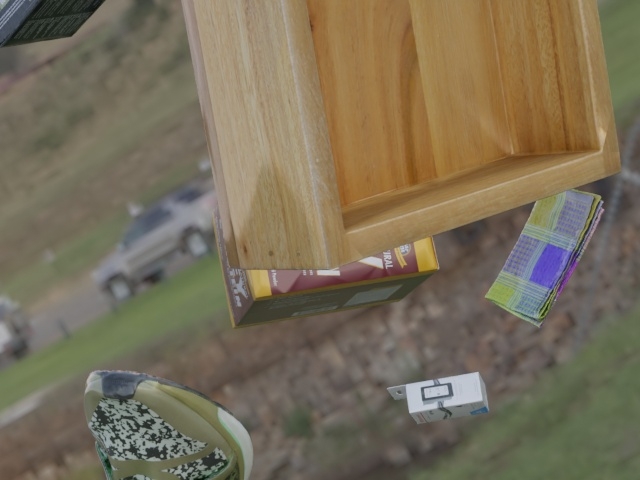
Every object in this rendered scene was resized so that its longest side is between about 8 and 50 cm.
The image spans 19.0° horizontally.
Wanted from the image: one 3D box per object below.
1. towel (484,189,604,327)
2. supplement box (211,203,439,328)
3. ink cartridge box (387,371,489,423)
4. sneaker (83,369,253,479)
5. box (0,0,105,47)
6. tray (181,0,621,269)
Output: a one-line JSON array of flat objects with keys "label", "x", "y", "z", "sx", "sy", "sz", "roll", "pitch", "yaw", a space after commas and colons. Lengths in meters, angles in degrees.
[{"label": "towel", "x": 0.131, "y": 0.006, "z": 1.117, "sx": 0.083, "sy": 0.009, "sz": 0.060, "roll": -62, "pitch": 31, "yaw": 1}, {"label": "supplement box", "x": 0.000, "y": 0.000, "z": 1.975, "sx": 0.191, "sy": 0.129, "sz": 0.194, "roll": -9, "pitch": -10, "yaw": -11}, {"label": "ink cartridge box", "x": 0.105, "y": 0.142, "z": 1.703, "sx": 0.083, "sy": 0.028, "sz": 0.048, "roll": -10, "pitch": -20, "yaw": 9}, {"label": "sneaker", "x": -0.151, "y": 0.292, "z": 1.850, "sx": 0.158, "sy": 0.410, "sz": 0.182, "roll": 4, "pitch": 46, "yaw": 17}, {"label": "box", "x": -0.214, "y": -0.263, "z": 1.514, "sx": 0.077, "sy": 0.147, "sz": 0.180, "roll": -15, "pitch": -16, "yaw": -42}, {"label": "tray", "x": 0.016, "y": -0.210, "z": 0.851, "sx": 0.203, "sy": 0.411, "sz": 0.076, "roll": -18, "pitch": 11, "yaw": -42}]
